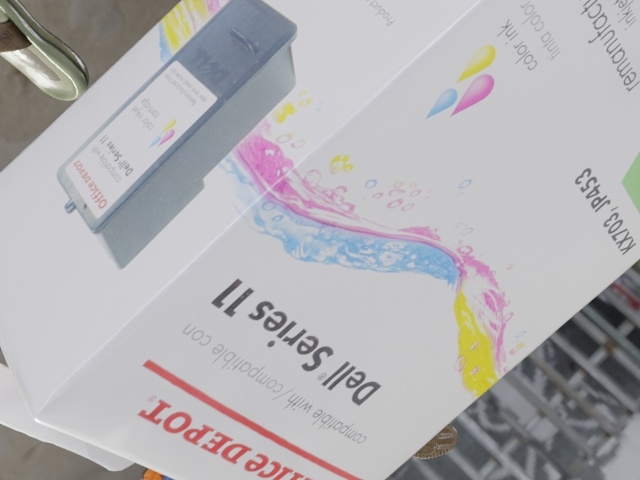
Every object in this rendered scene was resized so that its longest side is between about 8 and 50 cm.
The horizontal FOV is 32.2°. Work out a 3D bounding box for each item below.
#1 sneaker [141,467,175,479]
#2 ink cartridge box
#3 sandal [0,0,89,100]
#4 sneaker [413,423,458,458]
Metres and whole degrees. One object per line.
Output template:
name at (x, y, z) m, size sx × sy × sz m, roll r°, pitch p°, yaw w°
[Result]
sneaker at (-0.100, 0.276, 0.848) m, size 0.087 × 0.221 × 0.083 m, roll -5°, pitch 156°, yaw 12°
ink cartridge box at (0.000, 0.000, 0.471) m, size 0.353 × 0.119 × 0.207 m, roll -42°, pitch 140°, yaw 6°
sandal at (-0.398, -0.245, 1.309) m, size 0.303 × 0.120 × 0.086 m, roll 40°, pitch 67°, yaw -40°
sneaker at (0.077, 0.199, 1.129) m, size 0.118 × 0.042 × 0.067 m, roll -4°, pitch 179°, yaw -3°
